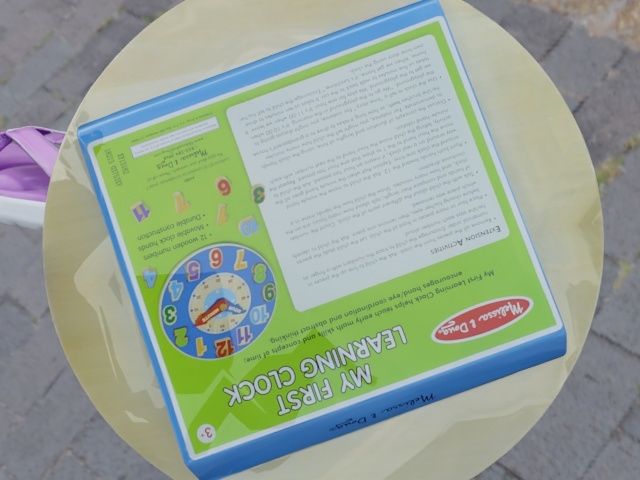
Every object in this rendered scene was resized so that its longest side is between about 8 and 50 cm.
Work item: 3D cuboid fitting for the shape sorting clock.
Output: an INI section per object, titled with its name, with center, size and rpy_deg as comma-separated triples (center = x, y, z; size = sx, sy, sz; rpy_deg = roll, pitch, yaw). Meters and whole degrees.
[shape sorting clock]
center = 0.000, 0.000, 0.383
size = 0.206, 0.040, 0.206
rpy_deg = 0, 83, 3

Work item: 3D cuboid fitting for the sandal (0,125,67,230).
[sandal]
center = -0.203, -0.062, 0.994
size = 0.417, 0.169, 0.102
rpy_deg = 14, 107, 7
